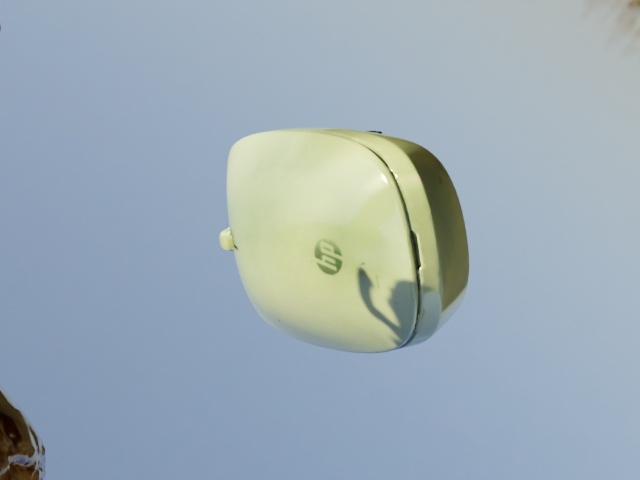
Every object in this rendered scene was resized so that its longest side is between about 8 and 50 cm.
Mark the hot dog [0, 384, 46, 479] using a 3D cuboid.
[{"bbox_3d":[-0.327,0.110,1.374,0.267,0.174,0.387,51,154,-6],"label":"hot dog"}]

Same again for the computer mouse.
[{"bbox_3d":[-0.005,0.002,1.375,0.097,0.159,0.288,-17,-169,-33],"label":"computer mouse"}]
